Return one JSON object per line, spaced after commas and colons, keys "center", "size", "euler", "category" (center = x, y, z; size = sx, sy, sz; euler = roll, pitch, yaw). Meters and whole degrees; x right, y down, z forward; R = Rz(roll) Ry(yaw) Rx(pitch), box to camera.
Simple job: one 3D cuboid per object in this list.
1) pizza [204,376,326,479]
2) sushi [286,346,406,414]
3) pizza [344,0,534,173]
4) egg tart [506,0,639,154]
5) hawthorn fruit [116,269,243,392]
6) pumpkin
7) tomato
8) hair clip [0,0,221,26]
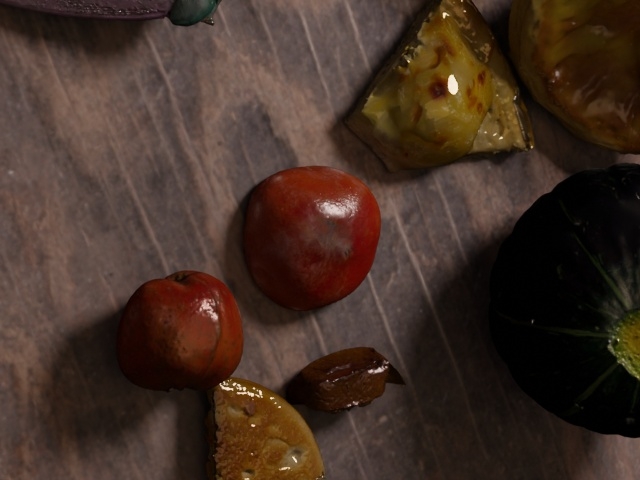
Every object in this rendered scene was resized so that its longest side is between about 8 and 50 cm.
{"center": [-0.070, 0.214, 1.535], "size": [0.178, 0.041, 0.131], "euler": [30, 78, -26], "category": "pizza"}
{"center": [0.028, 0.148, 1.573], "size": [0.120, 0.052, 0.055], "euler": [-20, 121, -27], "category": "sushi"}
{"center": [0.146, -0.136, 1.595], "size": [0.188, 0.080, 0.204], "euler": [-49, 115, -15], "category": "pizza"}
{"center": [0.358, -0.232, 1.603], "size": [0.341, 0.341, 0.132], "euler": [36, 43, -25], "category": "egg tart"}
{"center": [-0.136, 0.088, 1.453], "size": [0.128, 0.128, 0.128], "euler": [-3, 96, -27], "category": "hawthorn fruit"}
{"center": [0.322, 0.053, 1.634], "size": [0.295, 0.296, 0.296], "euler": [-3, 96, -27], "category": "pumpkin"}
{"center": [0.000, 0.000, 1.537], "size": [0.155, 0.069, 0.156], "euler": [-3, 97, -26], "category": "tomato"}
{"center": [-0.252, -0.272, 1.387], "size": [0.358, 0.110, 0.096], "euler": [15, 47, -23], "category": "hair clip"}
